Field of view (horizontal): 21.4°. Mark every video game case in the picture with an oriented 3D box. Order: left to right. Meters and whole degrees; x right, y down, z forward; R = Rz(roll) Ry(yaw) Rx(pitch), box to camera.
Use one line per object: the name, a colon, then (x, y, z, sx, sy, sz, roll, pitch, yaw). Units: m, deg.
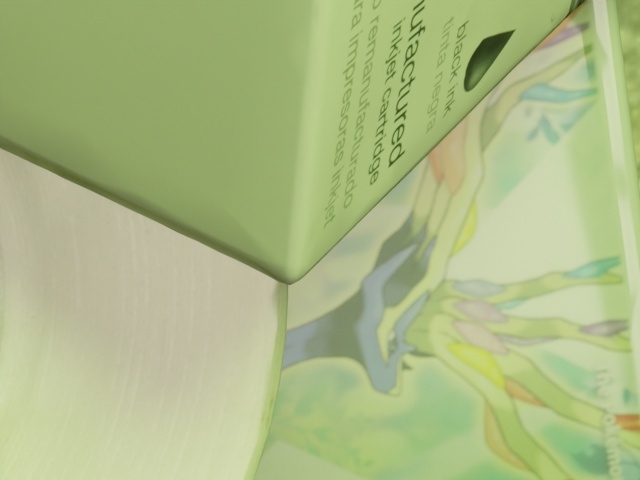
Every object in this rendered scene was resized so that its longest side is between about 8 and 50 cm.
video game case: (-0.023, 0.046, 0.637, 0.300, 0.036, 0.329, -11, 105, -3)

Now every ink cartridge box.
ink cartridge box: (0.028, -0.150, 0.449, 0.273, 0.114, 0.197, -45, 152, -42)

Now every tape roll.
tape roll: (-0.205, 0.010, 0.547, 0.392, 0.072, 0.392, -1, 97, -4)
